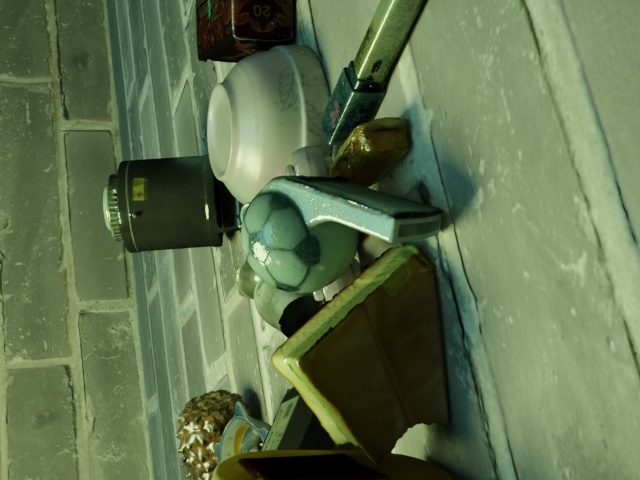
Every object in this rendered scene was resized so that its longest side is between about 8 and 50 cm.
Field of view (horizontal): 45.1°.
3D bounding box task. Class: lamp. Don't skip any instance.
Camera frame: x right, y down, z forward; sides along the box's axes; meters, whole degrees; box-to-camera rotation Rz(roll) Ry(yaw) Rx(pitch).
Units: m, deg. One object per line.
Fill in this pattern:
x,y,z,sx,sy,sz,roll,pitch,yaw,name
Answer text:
-0.330,-0.079,1.673,0.374,0.272,0.204,168,97,-67,lamp

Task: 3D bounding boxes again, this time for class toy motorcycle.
0.006,-0.015,1.115,0.112,0.113,0.254,128,133,-58,toy motorcycle

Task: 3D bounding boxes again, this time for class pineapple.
-0.196,0.492,1.593,0.175,0.175,0.361,-153,50,-65,pineapple

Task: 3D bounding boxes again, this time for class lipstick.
0.073,-0.242,0.965,0.312,0.051,0.051,117,146,-49,lipstick

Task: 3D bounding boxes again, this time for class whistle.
0.000,0.000,0.956,0.290,0.164,0.163,21,114,40,whistle

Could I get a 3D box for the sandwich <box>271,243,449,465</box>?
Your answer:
0.082,0.137,0.921,0.186,0.220,0.108,53,157,-11,sandwich

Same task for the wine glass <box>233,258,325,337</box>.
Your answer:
-0.065,0.090,1.269,0.222,0.103,0.103,-144,55,-63,wine glass

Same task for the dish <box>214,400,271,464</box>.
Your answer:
-0.104,0.404,1.403,0.236,0.086,0.227,-37,60,50,dish

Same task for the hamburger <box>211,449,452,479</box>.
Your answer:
0.012,0.319,0.854,0.227,0.296,0.151,149,126,-78,hamburger

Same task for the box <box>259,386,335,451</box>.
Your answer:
-0.067,0.375,1.139,0.350,0.058,0.211,-66,10,-25,box

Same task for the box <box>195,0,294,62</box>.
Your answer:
-0.142,-0.536,1.374,0.264,0.116,0.415,-168,77,-66,box

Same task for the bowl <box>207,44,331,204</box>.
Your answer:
-0.099,-0.177,1.273,0.287,0.144,0.286,176,90,-68,bowl

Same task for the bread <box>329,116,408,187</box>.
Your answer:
0.059,-0.107,0.985,0.053,0.074,0.132,67,154,16,bread
